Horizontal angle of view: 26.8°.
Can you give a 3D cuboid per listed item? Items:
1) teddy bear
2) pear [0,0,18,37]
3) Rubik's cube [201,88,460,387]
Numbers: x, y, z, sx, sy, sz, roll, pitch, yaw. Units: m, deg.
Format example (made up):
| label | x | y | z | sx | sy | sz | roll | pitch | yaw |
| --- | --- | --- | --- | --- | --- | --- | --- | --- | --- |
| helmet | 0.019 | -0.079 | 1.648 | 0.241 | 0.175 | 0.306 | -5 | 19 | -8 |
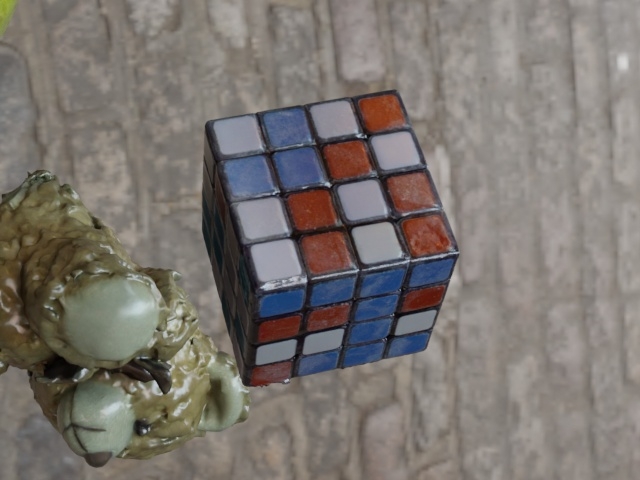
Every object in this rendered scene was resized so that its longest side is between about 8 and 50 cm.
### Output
| label | x | y | z | sx | sy | sz | roll | pitch | yaw |
| --- | --- | --- | --- | --- | --- | --- | --- | --- | --- |
| teddy bear | -0.175 | 0.076 | 0.980 | 0.256 | 0.267 | 0.156 | 61 | 36 | -40 |
| pear | -0.559 | -0.345 | 1.638 | 0.391 | 0.391 | 0.391 | -1 | 91 | -49 |
| Rubik's cube | 0.000 | 0.000 | 0.610 | 0.092 | 0.092 | 0.092 | -11 | 59 | -12 |
